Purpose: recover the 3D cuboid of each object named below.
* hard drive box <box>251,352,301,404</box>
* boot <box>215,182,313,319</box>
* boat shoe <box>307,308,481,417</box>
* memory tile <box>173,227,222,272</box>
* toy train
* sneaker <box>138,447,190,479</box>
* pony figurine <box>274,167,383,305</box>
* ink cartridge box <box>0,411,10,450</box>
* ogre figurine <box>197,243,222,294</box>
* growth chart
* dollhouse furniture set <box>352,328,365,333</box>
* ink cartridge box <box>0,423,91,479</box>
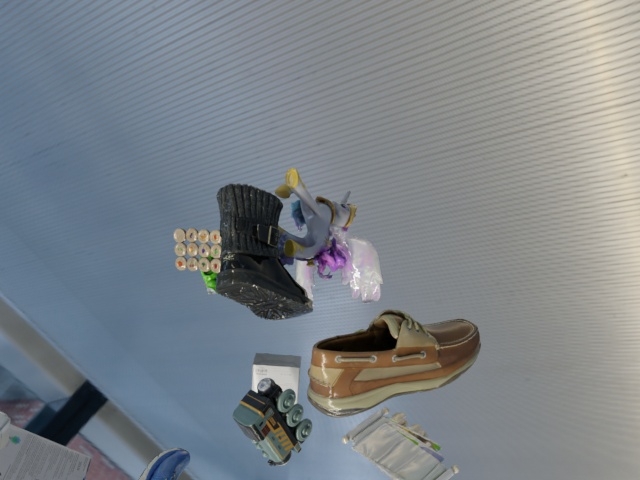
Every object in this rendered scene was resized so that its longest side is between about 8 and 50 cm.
[{"bbox_3d":[-0.170,0.558,2.056,0.181,0.089,0.231,5,108,-1],"label":"hard drive box"},{"bbox_3d":[-0.126,0.035,1.302,0.131,0.259,0.348,-14,151,20],"label":"boot"},{"bbox_3d":[0.127,0.178,0.875,0.123,0.324,0.119,19,119,58],"label":"boat shoe"},{"bbox_3d":[-0.312,0.025,1.372,0.148,0.012,0.113,2,94,23],"label":"memory tile"},{"bbox_3d":[-0.151,0.596,1.752,0.142,0.190,0.333,16,141,40],"label":"toy train"},{"bbox_3d":[-0.480,0.765,1.596,0.147,0.330,0.129,13,120,17],"label":"sneaker"},{"bbox_3d":[0.000,0.000,1.485,0.303,0.350,0.364,-5,168,34],"label":"pony figurine"},{"bbox_3d":[-0.941,0.532,1.300,0.211,0.289,0.121,23,122,-1],"label":"ink cartridge box"},{"bbox_3d":[-0.304,0.090,1.629,0.097,0.118,0.196,117,134,-66],"label":"ogre figurine"},{"bbox_3d":[0.163,0.430,1.099,0.237,0.172,0.021,27,122,49],"label":"growth chart"},{"bbox_3d":[0.082,0.346,1.847,0.058,0.152,0.076,46,157,45],"label":"dollhouse furniture set"},{"bbox_3d":[-0.915,0.784,1.707,0.396,0.270,0.151,32,106,-20],"label":"ink cartridge box"}]
